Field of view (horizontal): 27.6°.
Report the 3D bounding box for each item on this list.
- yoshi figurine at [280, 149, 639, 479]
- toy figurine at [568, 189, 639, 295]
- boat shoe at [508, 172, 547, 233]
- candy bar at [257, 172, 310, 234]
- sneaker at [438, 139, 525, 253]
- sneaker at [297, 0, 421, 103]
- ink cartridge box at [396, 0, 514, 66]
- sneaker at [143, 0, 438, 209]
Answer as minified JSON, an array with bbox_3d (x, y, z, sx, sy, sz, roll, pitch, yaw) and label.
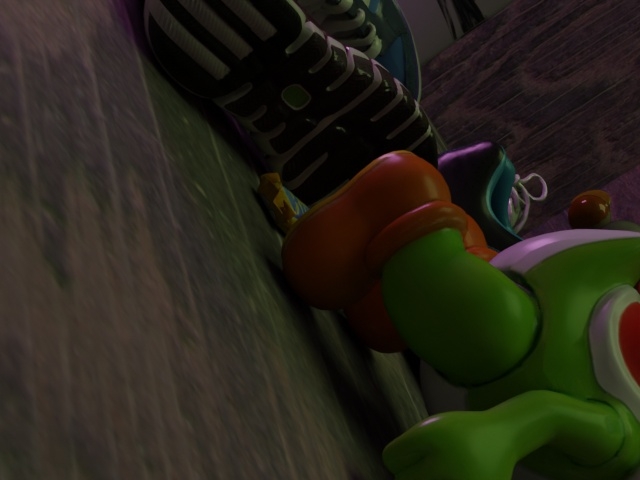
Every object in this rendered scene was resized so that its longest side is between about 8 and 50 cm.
[{"bbox_3d":[0.116,0.135,0.679,0.362,0.203,0.203,47,-38,28],"label":"yoshi figurine"},{"bbox_3d":[0.256,0.044,1.415,0.209,0.213,0.148,-93,163,-70],"label":"toy figurine"},{"bbox_3d":[0.239,-0.055,1.830,0.136,0.156,0.367,57,9,1],"label":"boat shoe"},{"bbox_3d":[0.000,0.000,0.831,0.040,0.018,0.161,62,10,29],"label":"candy bar"},{"bbox_3d":[0.145,0.083,0.934,0.341,0.139,0.125,61,8,15],"label":"sneaker"},{"bbox_3d":[-0.029,-0.191,1.046,0.323,0.130,0.236,60,18,-17],"label":"sneaker"},{"bbox_3d":[0.114,-0.321,1.329,0.166,0.395,0.285,52,10,-19],"label":"ink cartridge box"},{"bbox_3d":[-0.027,-0.125,0.848,0.281,0.106,0.162,46,12,-48],"label":"sneaker"}]
